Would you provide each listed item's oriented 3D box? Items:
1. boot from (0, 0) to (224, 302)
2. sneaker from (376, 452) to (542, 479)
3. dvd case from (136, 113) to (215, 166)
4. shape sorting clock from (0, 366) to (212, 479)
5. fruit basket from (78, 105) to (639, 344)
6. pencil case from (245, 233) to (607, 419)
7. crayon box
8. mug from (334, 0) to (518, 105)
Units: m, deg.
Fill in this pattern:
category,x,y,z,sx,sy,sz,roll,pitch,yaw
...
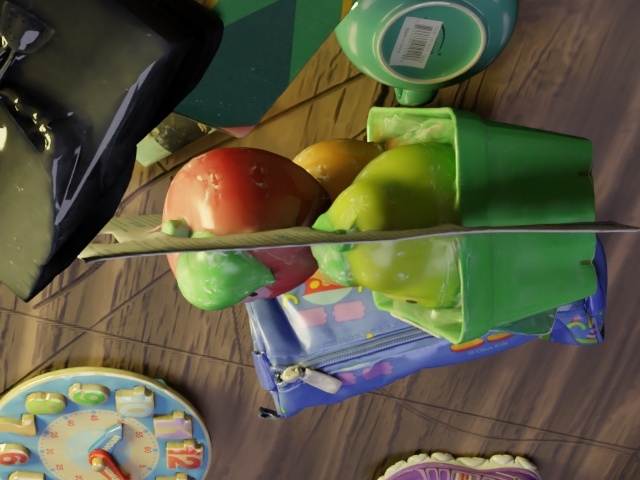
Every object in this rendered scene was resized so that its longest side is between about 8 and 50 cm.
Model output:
category,x,y,z,sx,sy,sz,roll,pitch,yaw
boot,-0.323,-0.116,1.033,0.445,0.146,0.367,33,128,-4
sneaker,0.132,0.246,1.660,0.170,0.071,0.068,-3,137,-2
dvd case,-0.132,-0.109,1.288,0.087,0.013,0.119,-26,133,20
shape sorting clock,-0.201,0.191,1.574,0.206,0.040,0.206,-3,131,-4
fruit basket,0.000,0.000,1.208,0.353,0.327,0.165,-10,97,-13
pencil case,0.083,0.057,1.407,0.306,0.133,0.119,-14,116,7
crayon box,-0.002,-0.238,1.023,0.081,0.202,0.318,20,132,-27
mug,0.077,-0.158,1.195,0.129,0.097,0.158,-26,134,20
